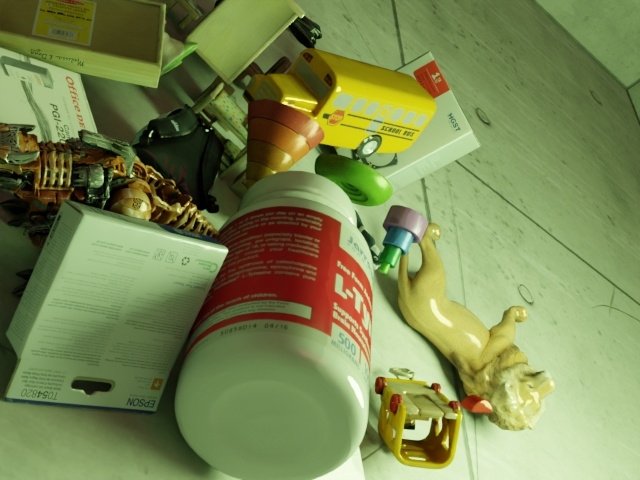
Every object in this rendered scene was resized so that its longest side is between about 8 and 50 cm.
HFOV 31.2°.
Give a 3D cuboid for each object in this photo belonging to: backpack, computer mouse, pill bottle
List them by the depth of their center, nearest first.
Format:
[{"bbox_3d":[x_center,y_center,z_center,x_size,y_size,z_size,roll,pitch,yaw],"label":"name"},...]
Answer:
[{"bbox_3d":[-0.046,0.092,1.474,0.229,0.229,0.407,40,30,-23],"label":"pill bottle"},{"bbox_3d":[-0.208,-0.109,1.586,0.152,0.115,0.182,54,25,-22],"label":"backpack"},{"bbox_3d":[-0.080,-0.378,1.964,0.184,0.060,0.262,44,-15,-12],"label":"computer mouse"}]

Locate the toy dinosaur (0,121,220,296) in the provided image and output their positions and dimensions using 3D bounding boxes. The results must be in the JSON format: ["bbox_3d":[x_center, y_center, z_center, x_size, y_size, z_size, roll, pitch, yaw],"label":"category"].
[{"bbox_3d":[-0.257,-0.033,1.310,0.322,0.218,0.164,32,35,-24],"label":"toy dinosaur"}]

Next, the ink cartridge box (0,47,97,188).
[{"bbox_3d":[-0.384,-0.148,1.396,0.218,0.092,0.158,16,46,-51],"label":"ink cartridge box"}]

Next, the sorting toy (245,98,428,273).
[{"bbox_3d":[0.011,-0.061,1.704,0.366,0.127,0.126,36,70,-33],"label":"sorting toy"}]

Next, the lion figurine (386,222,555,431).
[{"bbox_3d":[0.234,0.148,1.957,0.392,0.142,0.240,37,37,1],"label":"lion figurine"}]

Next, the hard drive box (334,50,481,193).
[{"bbox_3d":[0.141,-0.200,2.058,0.181,0.232,0.089,65,10,21],"label":"hard drive box"}]

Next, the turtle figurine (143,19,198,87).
[{"bbox_3d":[-0.275,-0.385,1.713,0.266,0.198,0.274,55,31,-7],"label":"turtle figurine"}]

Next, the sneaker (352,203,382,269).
[{"bbox_3d":[0.000,0.000,1.784,0.282,0.099,0.153,3,53,-58],"label":"sneaker"}]

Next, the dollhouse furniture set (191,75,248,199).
[{"bbox_3d":[-0.113,-0.171,1.805,0.182,0.101,0.161,45,29,-13],"label":"dollhouse furniture set"}]

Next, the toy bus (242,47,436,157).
[{"bbox_3d":[0.036,-0.223,1.868,0.333,0.130,0.108,5,40,-48],"label":"toy bus"}]

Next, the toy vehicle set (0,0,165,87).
[{"bbox_3d":[-0.343,-0.290,1.534,0.267,0.035,0.166,10,39,-12],"label":"toy vehicle set"}]

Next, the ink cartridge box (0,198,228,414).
[{"bbox_3d":[-0.234,0.081,1.281,0.045,0.223,0.223,31,9,40],"label":"ink cartridge box"}]

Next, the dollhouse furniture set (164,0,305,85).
[{"bbox_3d":[-0.126,-0.354,1.853,0.212,0.161,0.242,45,6,-13],"label":"dollhouse furniture set"}]

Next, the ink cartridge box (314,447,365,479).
[{"bbox_3d":[0.009,0.348,1.490,0.145,0.045,0.179,9,69,-52],"label":"ink cartridge box"}]

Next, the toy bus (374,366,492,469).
[{"bbox_3d":[0.132,0.265,1.673,0.202,0.191,0.104,1,100,-54],"label":"toy bus"}]
